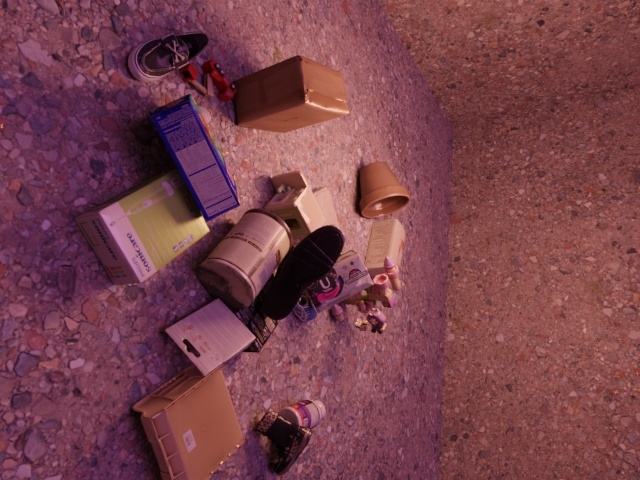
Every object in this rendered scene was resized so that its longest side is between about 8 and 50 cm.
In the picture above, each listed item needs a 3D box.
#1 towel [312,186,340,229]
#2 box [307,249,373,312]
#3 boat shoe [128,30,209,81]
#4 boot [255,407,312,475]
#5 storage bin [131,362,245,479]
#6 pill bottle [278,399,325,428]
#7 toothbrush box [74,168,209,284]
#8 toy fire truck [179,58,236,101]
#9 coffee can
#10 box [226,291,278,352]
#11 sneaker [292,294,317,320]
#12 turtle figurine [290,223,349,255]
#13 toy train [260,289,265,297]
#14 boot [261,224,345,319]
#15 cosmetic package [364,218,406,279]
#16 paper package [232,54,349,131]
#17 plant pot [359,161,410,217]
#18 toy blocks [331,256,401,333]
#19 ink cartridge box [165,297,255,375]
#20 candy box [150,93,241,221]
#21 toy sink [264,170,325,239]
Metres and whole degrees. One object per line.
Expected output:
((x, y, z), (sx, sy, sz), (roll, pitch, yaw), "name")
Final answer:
((0.009, -0.085, 2.051), (0.187, 0.049, 0.282), (-35, 114, -52), "towel")
((0.062, 0.157, 1.857), (0.142, 0.247, 0.163), (63, -2, -9), "box")
((-0.447, -0.567, 1.400), (0.301, 0.102, 0.108), (-50, 125, -48), "boat shoe")
((-0.153, 0.703, 1.627), (0.178, 0.236, 0.085), (32, 25, 1), "boot")
((-0.369, 0.527, 1.312), (0.260, 0.123, 0.262), (-30, 110, -54), "storage bin")
((-0.065, 0.666, 1.754), (0.193, 0.108, 0.108), (7, 79, -56), "pill bottle")
((-0.469, -0.042, 1.259), (0.283, 0.122, 0.206), (-49, 123, -49), "toothbrush box")
((-0.372, -0.531, 1.556), (0.192, 0.047, 0.135), (51, 46, -40), "toy fire truck")
((-0.239, 0.054, 1.515), (0.201, 0.201, 0.275), (63, 39, -28), "coffee can")
((-0.242, 0.268, 1.584), (0.147, 0.077, 0.180), (-55, 129, -45), "box")
((-0.068, 0.267, 1.843), (0.211, 0.081, 0.080), (41, 50, -47), "sneaker")
((0.000, 0.000, 1.887), (0.234, 0.175, 0.118), (-36, 146, -24), "turtle figurine")
((-0.199, 0.241, 1.702), (0.036, 0.027, 0.158), (-45, 122, -37), "toy train")
((-0.058, 0.081, 1.624), (0.138, 0.377, 0.284), (34, 11, -6), "boot")
((0.341, 0.049, 2.431), (0.129, 0.153, 0.296), (46, 50, -41), "cosmetic package")
((-0.106, -0.520, 1.701), (0.309, 0.325, 0.168), (-8, 91, -56), "paper package")
((0.300, -0.270, 2.378), (0.263, 0.263, 0.229), (12, 56, -55), "plant pot")
((0.171, 0.195, 2.032), (0.309, 0.288, 0.260), (-58, 137, -41), "toy blocks")
((-0.330, 0.291, 1.388), (0.181, 0.056, 0.224), (45, 38, 10), "ink cartridge box")
((-0.354, -0.248, 1.351), (0.268, 0.122, 0.317), (-124, -170, -65), "candy box")
((-0.111, -0.127, 1.784), (0.131, 0.152, 0.234), (-57, 131, -43), "toy sink")
